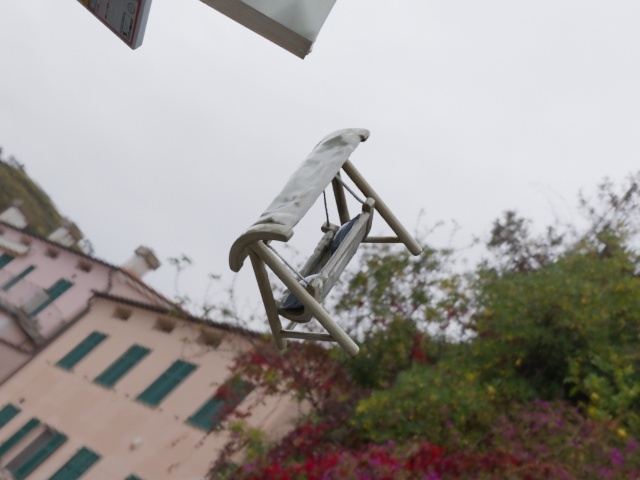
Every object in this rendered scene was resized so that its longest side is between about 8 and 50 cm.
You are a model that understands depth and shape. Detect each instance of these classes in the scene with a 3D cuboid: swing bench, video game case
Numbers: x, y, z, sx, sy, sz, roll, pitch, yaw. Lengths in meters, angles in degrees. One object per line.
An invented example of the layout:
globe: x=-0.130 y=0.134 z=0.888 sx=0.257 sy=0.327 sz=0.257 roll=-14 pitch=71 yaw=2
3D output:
swing bench: x=0.000 y=0.000 z=1.403 sx=0.165 sy=0.253 sz=0.254 roll=-1 pitch=-51 yaw=40
video game case: x=-0.396 y=-0.482 z=1.530 sx=0.285 sy=0.025 sz=0.204 roll=42 pitch=-35 yaw=6

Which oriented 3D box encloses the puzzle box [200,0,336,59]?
puzzle box: x=-0.129 y=-0.402 z=0.954 sx=0.409 sy=0.272 sz=0.052 roll=30 pitch=-19 yaw=-6
